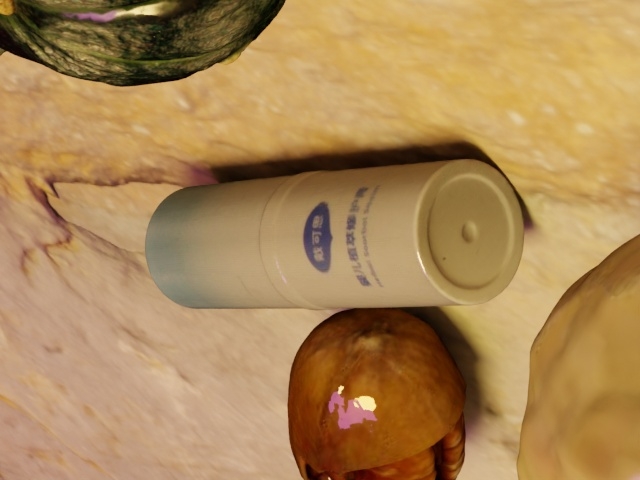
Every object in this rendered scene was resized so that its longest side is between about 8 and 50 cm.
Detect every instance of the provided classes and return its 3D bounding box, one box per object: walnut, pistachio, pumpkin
[{"bbox_3d":[0.034,0.111,1.210,0.115,0.116,0.207,30,154,14],"label":"walnut"},{"bbox_3d":[0.219,0.113,0.897,0.226,0.208,0.332,-31,127,16],"label":"pistachio"},{"bbox_3d":[-0.102,-0.162,0.845,0.220,0.162,0.220,23,157,10],"label":"pumpkin"}]

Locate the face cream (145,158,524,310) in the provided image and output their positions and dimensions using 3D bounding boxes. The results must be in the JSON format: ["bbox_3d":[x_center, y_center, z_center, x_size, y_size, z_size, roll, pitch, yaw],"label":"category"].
[{"bbox_3d":[0.000,0.000,1.099,0.250,0.077,0.077,-4,133,53],"label":"face cream"}]

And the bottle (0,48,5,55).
[{"bbox_3d":[-0.190,-0.173,1.056,0.096,0.080,0.254,-1,153,-10],"label":"bottle"}]
